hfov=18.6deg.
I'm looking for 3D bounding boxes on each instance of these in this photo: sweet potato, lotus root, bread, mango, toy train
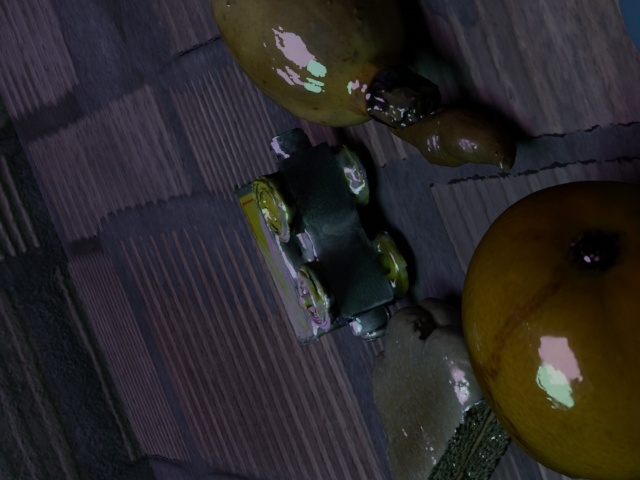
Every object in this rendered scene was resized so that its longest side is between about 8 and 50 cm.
[{"bbox_3d":[0.123,-0.108,1.963,0.274,0.067,0.067,26,135,61],"label":"sweet potato"},{"bbox_3d":[0.010,-0.205,2.006,0.310,0.183,0.183,46,152,32],"label":"lotus root"},{"bbox_3d":[0.130,0.171,2.187,0.183,0.102,0.337,58,157,22],"label":"bread"},{"bbox_3d":[0.234,0.089,1.682,0.264,0.221,0.378,58,167,17],"label":"mango"},{"bbox_3d":[0.000,0.000,2.278,0.261,0.134,0.177,67,160,-1],"label":"toy train"}]

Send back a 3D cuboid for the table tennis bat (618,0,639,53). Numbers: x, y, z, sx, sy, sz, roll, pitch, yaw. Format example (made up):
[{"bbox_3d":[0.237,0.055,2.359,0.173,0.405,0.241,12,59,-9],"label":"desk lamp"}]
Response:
[{"bbox_3d":[0.284,-0.163,1.568,0.155,0.019,0.100,60,159,21],"label":"table tennis bat"}]
